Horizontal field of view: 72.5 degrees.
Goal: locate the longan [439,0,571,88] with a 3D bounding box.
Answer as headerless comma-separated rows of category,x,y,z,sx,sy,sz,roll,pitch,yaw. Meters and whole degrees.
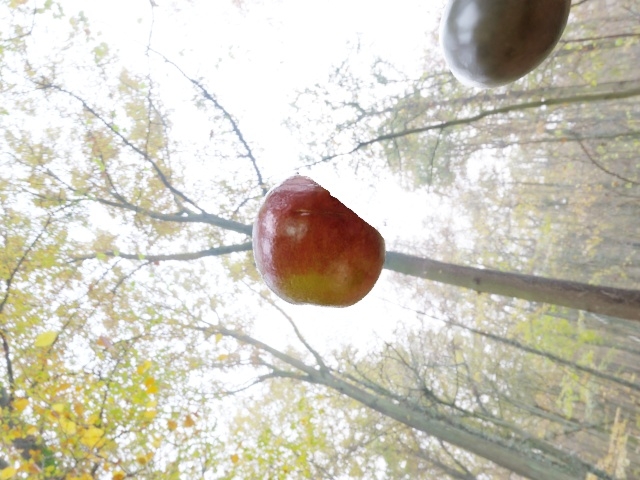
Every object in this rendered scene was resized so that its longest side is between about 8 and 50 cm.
longan,0.280,-0.339,0.683,0.198,0.212,0.198,1,-97,-8

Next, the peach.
peach,0.000,0.000,0.623,0.190,0.190,0.192,-9,-74,-47
